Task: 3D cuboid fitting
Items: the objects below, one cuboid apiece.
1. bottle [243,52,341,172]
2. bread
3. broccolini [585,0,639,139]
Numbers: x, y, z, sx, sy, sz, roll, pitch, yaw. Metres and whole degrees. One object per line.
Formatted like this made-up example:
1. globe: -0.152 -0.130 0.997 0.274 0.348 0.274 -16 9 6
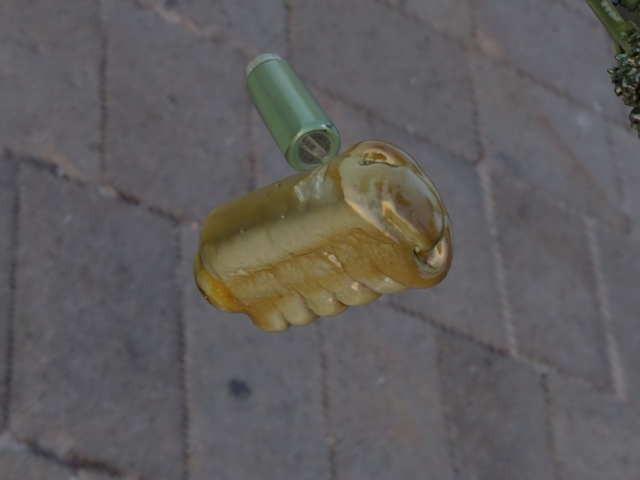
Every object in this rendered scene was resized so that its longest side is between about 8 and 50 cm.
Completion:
1. bottle: -0.016 -0.068 0.914 0.030 0.030 0.083 21 23 -34
2. bread: 0.000 0.000 0.531 0.049 0.088 0.033 49 42 -20
3. broccolini: 0.162 -0.126 0.945 0.079 0.074 0.392 14 22 -8
